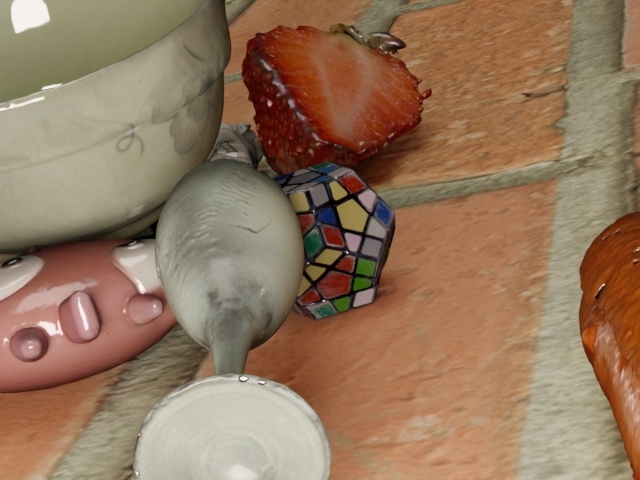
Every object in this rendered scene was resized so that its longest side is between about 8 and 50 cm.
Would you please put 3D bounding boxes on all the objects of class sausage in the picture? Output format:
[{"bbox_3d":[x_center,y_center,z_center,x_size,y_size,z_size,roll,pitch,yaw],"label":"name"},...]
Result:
[{"bbox_3d":[0.180,0.060,0.806,0.102,0.102,0.330,-14,17,4],"label":"sausage"}]

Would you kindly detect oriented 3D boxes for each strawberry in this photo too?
[{"bbox_3d":[-0.002,-0.110,1.533,0.175,0.106,0.236,30,33,13],"label":"strawberry"}]

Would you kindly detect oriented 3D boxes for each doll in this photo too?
[{"bbox_3d":[-0.186,0.052,1.142,0.262,0.093,0.211,-14,9,-8],"label":"doll"}]

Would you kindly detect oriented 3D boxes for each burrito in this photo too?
[{"bbox_3d":[-0.081,-0.063,1.496,0.064,0.064,0.203,-14,17,3],"label":"burrito"}]

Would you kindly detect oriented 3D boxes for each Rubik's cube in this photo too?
[{"bbox_3d":[0.000,0.000,1.160,0.111,0.093,0.111,-16,15,4],"label":"Rubik's cube"}]

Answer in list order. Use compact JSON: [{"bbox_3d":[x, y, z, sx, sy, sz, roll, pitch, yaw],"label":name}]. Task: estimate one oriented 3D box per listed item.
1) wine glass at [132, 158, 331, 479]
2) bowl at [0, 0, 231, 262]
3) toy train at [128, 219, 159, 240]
[{"bbox_3d":[-0.129,0.020,0.951,0.264,0.096,0.309,18,22,-12],"label":"wine glass"},{"bbox_3d":[-0.206,-0.091,1.282,0.307,0.163,0.307,-10,25,5],"label":"bowl"},{"bbox_3d":[-0.189,-0.046,1.456,0.170,0.111,0.071,-10,2,39],"label":"toy train"}]
